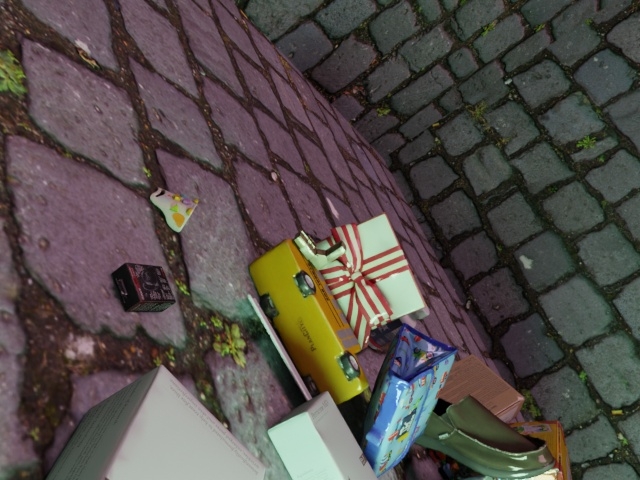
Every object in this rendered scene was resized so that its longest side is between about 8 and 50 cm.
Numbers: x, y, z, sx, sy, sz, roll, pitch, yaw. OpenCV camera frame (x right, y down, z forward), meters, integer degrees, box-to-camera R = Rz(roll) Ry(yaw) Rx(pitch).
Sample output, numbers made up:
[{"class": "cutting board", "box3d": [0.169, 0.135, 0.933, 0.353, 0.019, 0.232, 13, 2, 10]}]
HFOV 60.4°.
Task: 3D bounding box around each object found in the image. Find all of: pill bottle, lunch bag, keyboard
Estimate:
[{"class": "pill bottle", "box3d": [0.197, 0.208, 1.491, 0.108, 0.180, 0.108, 49, 18, -23]}, {"class": "lunch bag", "box3d": [0.147, 0.323, 1.092, 0.138, 0.221, 0.293, 24, 17, 20]}, {"class": "keyboard", "box3d": [-0.068, 0.211, 1.007, 0.256, 0.014, 0.072, 59, -4, 7]}]

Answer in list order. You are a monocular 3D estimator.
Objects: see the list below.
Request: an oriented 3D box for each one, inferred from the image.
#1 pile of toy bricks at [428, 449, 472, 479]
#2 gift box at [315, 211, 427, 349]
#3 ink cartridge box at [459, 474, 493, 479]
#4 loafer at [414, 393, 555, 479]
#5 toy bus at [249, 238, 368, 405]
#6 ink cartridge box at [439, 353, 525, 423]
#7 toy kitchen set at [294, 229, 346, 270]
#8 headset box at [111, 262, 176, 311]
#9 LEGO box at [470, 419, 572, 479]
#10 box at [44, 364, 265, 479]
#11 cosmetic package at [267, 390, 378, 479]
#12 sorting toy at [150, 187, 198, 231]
[{"class": "pile of toy bricks", "box3d": [0.379, 0.585, 1.449, 0.212, 0.105, 0.118, 55, 17, -6]}, {"class": "gift box", "box3d": [0.086, 0.109, 1.265, 0.255, 0.276, 0.258, 63, 6, 12]}, {"class": "ink cartridge box", "box3d": [0.312, 0.632, 1.074, 0.198, 0.114, 0.273, 0, 65, -57]}, {"class": "loafer", "box3d": [0.324, 0.412, 1.213, 0.133, 0.365, 0.130, -2, 97, -55]}, {"class": "toy bus", "box3d": [-0.020, 0.164, 1.108, 0.333, 0.108, 0.130, 61, 16, 13]}, {"class": "ink cartridge box", "box3d": [0.396, 0.434, 1.491, 0.234, 0.088, 0.193, -16, 41, -31]}, {"class": "toy kitchen set", "box3d": [0.000, 0.000, 1.143, 0.083, 0.075, 0.068, 52, 15, -16]}, {"class": "headset box", "box3d": [-0.251, 0.067, 0.775, 0.062, 0.032, 0.083, 62, 19, 17]}, {"class": "LEGO box", "box3d": [0.534, 0.690, 1.362, 0.500, 0.193, 0.373, 14, 65, -66]}, {"class": "box", "box3d": [-0.163, 0.258, 0.533, 0.181, 0.119, 0.182, 52, 18, -18]}, {"class": "cosmetic package", "box3d": [0.021, 0.375, 0.887, 0.231, 0.085, 0.117, 61, 17, 7]}, {"class": "sorting toy", "box3d": [-0.263, -0.066, 0.979, 0.075, 0.045, 0.083, 32, 24, -13]}]
